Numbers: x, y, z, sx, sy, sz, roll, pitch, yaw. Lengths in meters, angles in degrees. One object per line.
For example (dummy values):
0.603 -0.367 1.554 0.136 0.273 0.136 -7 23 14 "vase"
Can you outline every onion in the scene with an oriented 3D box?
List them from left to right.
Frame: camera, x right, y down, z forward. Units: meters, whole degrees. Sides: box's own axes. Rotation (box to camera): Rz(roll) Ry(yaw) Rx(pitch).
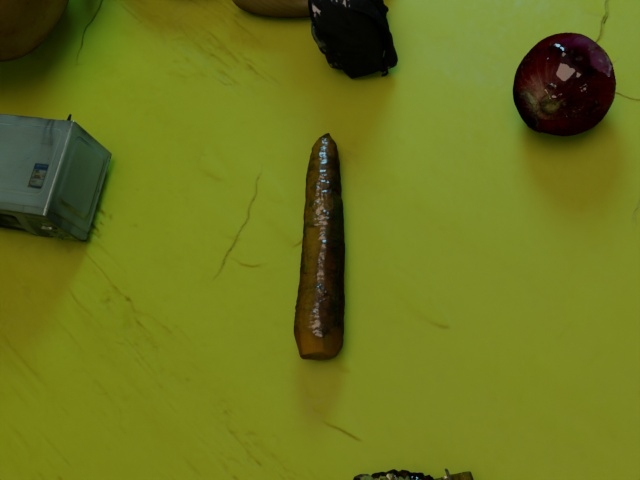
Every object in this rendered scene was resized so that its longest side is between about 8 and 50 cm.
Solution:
0.306 -0.193 1.058 0.131 0.131 0.131 -5 71 14 "onion"

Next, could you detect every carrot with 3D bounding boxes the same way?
0.000 0.000 1.107 0.066 0.066 0.315 -4 69 14 "carrot"

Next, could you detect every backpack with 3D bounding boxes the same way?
0.035 -0.302 1.143 0.105 0.165 0.120 -12 65 22 "backpack"

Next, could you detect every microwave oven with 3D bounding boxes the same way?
-0.429 -0.092 1.217 0.204 0.129 0.163 9 73 17 "microwave oven"

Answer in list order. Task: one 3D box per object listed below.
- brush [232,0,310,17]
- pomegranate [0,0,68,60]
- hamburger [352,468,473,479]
-0.023 -0.421 1.197 0.266 0.166 0.174 -24 68 9 "brush"
-0.543 -0.457 1.252 0.411 0.411 0.412 -5 71 14 "pomegranate"
0.091 0.371 0.919 0.261 0.139 0.243 -18 68 10 "hamburger"
